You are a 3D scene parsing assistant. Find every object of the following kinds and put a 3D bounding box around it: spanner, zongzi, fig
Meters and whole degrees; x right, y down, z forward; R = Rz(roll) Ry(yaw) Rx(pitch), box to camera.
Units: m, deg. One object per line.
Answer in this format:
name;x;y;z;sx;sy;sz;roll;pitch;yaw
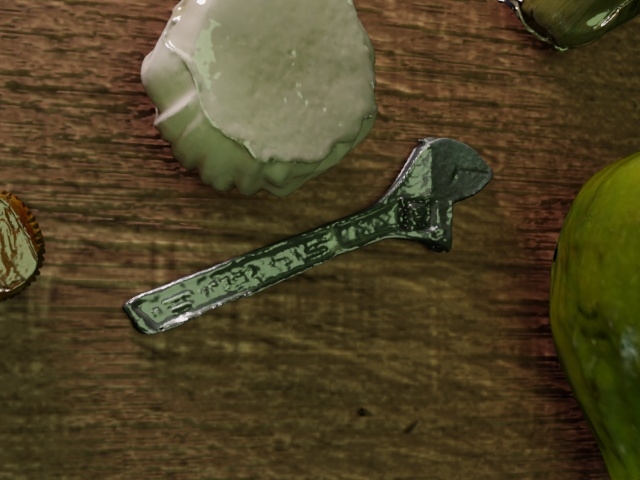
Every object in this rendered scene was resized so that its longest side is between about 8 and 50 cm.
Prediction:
spanner;0.000;0.000;0.966;0.325;0.026;0.093;-22;94;-20
zongzi;0.261;-0.241;0.989;0.205;0.204;0.094;-35;89;-19
fig;0.264;0.072;0.972;0.233;0.233;0.314;36;92;-16

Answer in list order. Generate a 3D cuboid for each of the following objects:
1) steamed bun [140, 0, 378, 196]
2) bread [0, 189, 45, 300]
steamed bun;-0.046;-0.118;0.913;0.182;0.106;0.183;1;88;-25
bread;-0.234;0.004;0.858;0.085;0.053;0.085;0;91;-10
